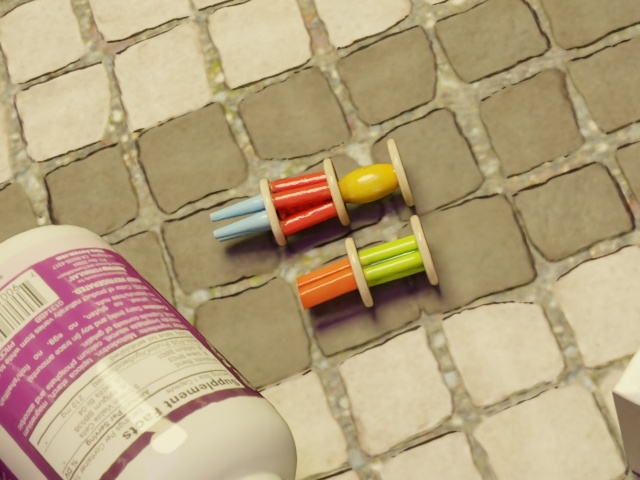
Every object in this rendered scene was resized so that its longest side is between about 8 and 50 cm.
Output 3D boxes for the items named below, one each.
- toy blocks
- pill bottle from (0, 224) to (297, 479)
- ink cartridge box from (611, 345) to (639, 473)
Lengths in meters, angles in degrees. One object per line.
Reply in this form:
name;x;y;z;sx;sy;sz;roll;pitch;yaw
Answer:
toy blocks;0.000;0.000;1.441;0.148;0.054;0.123;-17;59;4
pill bottle;-0.123;0.138;1.331;0.169;0.169;0.301;-42;61;-10
ink cartridge box;0.286;0.049;1.299;0.078;0.134;0.231;27;71;25
